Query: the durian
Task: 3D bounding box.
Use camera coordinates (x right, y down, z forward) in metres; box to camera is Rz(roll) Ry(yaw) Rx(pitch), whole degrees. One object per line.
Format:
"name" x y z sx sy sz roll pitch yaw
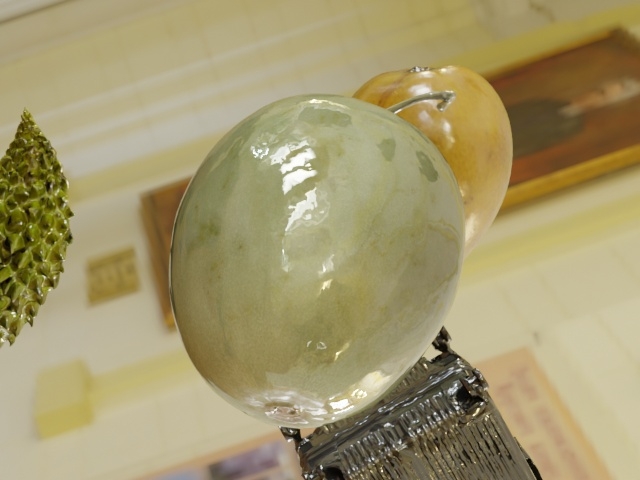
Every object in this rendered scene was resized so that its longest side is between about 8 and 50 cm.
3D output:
"durian" -0.406 0.023 1.922 0.157 0.355 0.169 29 33 -28

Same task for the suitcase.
"suitcase" 0.135 0.298 1.813 0.335 0.230 0.152 60 -2 -25

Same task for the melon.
"melon" -0.003 0.011 1.381 0.308 0.272 0.271 -79 154 -59

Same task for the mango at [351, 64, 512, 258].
"mango" 0.121 -0.067 2.232 0.264 0.221 0.378 29 -68 33
